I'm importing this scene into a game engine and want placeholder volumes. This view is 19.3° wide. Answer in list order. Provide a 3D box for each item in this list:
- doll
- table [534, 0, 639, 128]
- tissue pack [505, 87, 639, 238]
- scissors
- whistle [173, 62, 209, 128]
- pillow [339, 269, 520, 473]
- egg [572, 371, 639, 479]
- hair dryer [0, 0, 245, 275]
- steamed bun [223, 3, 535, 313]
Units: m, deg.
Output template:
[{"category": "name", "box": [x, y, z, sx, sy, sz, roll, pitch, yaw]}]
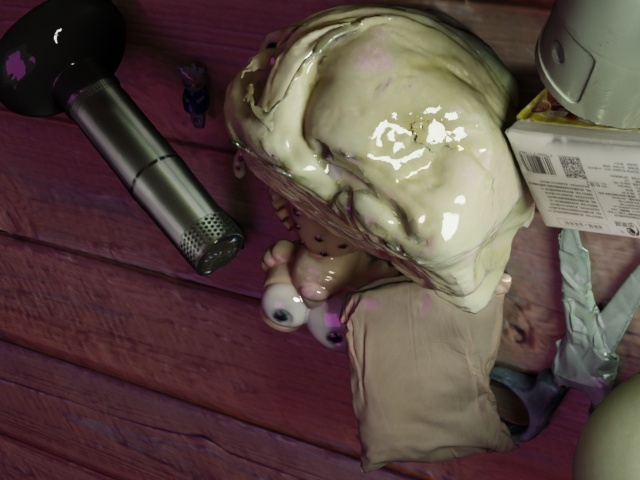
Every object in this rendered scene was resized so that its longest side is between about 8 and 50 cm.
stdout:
[{"category": "doll", "box": [0.002, 0.000, 1.887, 0.154, 0.119, 0.278, 6, 134, 18]}, {"category": "table", "box": [0.240, -0.192, 1.351, 0.126, 0.126, 0.220, 37, 149, 15]}, {"category": "tissue pack", "box": [0.245, -0.068, 1.519, 0.148, 0.099, 0.106, 10, 136, 45]}, {"category": "scissors", "box": [0.258, 0.119, 1.796, 0.256, 0.029, 0.383, 36, 146, 25]}, {"category": "whistle", "box": [-0.132, -0.150, 1.960, 0.033, 0.029, 0.083, 2, 132, 8]}, {"category": "pillow", "box": [0.112, 0.135, 1.882, 0.173, 0.067, 0.270, -3, 130, 7]}, {"category": "egg", "box": [0.324, 0.198, 1.650, 0.186, 0.186, 0.253, 47, 151, -2]}, {"category": "hair dryer", "box": [-0.194, -0.069, 1.986, 0.320, 0.156, 0.284, 52, 166, 14]}, {"category": "steamed bun", "box": [0.071, -0.095, 1.628, 0.268, 0.207, 0.280, 33, 174, 21]}]
